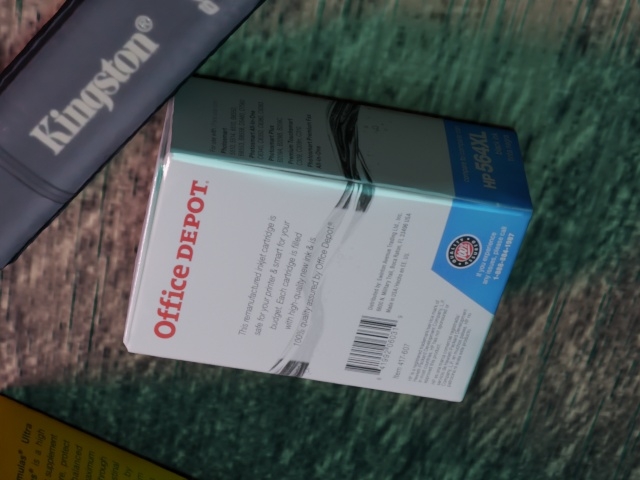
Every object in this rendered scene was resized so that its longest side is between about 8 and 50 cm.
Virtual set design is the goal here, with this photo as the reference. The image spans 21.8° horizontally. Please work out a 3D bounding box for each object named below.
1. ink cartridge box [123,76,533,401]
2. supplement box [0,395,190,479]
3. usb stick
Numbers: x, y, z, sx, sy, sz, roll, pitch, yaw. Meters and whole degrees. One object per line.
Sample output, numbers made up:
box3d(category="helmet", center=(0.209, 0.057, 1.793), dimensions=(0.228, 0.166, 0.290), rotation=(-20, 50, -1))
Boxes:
box3d(category="ink cartridge box", center=(0.000, 0.000, 0.944), dimensions=(0.203, 0.086, 0.148), rotation=(10, 128, -8))
box3d(category="supplement box", center=(-0.120, 0.293, 1.111), dimensions=(0.356, 0.195, 0.194), rotation=(27, 124, -21))
box3d(category="usb stick", center=(-0.124, -0.085, 0.894), dimensions=(0.077, 0.045, 0.278), rotation=(43, 118, -10))
